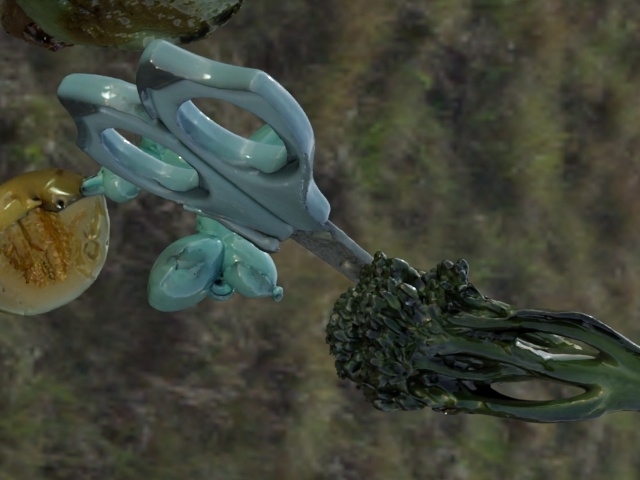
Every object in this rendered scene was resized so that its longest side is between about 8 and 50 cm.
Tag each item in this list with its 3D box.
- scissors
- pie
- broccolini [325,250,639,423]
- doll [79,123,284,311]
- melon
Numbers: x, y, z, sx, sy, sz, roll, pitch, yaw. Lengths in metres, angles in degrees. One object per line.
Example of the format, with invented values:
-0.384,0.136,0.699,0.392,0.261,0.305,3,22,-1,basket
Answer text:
-0.001,0.001,0.914,0.360,0.191,0.029,40,60,-28,scissors
-0.187,-0.259,1.313,0.274,0.257,0.105,75,18,-65,pie
0.102,0.058,0.741,0.068,0.203,0.091,-101,-155,-70,broccolini
-0.080,-0.025,1.015,0.158,0.159,0.059,-59,178,-23,doll
-0.279,0.006,1.427,0.160,0.079,0.128,-34,131,-15,melon
